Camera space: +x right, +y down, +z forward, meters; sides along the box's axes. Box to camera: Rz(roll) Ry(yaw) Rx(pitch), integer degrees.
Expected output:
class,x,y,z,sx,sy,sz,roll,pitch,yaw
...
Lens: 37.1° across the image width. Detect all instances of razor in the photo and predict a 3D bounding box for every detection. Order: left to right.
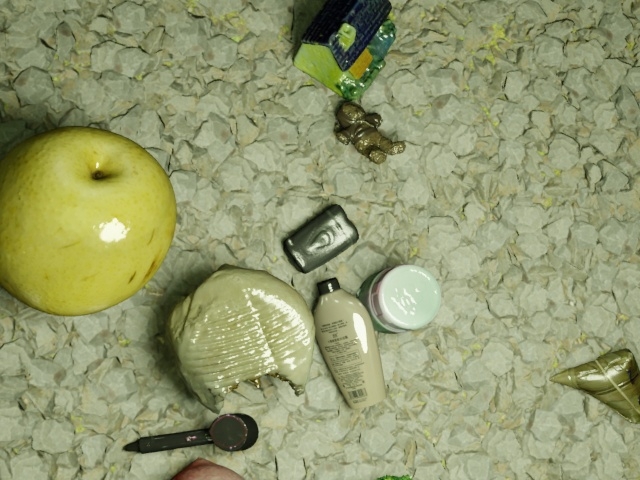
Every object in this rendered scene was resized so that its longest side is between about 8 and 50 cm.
class,x,y,z,sx,sy,sz,roll,pitch,yaw
razor,0.000,0.000,1.900,0.148,0.054,0.090,-35,90,-12

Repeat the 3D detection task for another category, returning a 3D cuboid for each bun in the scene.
class,x,y,z,sx,sy,sz,roll,pitch,yaw
bun,-0.150,0.170,1.778,0.282,0.205,0.281,-1,97,-9

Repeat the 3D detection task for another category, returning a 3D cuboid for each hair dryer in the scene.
class,x,y,z,sx,sy,sz,roll,pitch,yaw
hair dryer,-0.244,0.378,1.799,0.248,0.114,0.070,-12,78,8

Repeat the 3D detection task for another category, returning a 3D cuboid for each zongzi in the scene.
class,x,y,z,sx,sy,sz,roll,pitch,yaw
zongzi,0.586,0.331,1.969,0.178,0.081,0.189,-21,101,9

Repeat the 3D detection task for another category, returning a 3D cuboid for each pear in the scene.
class,x,y,z,sx,sy,sz,roll,pitch,yaw
pear,-0.430,-0.034,1.687,0.348,0.348,0.348,1,82,-10

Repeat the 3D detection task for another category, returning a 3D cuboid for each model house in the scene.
class,x,y,z,sx,sy,sz,roll,pitch,yaw
model house,0.071,-0.413,1.891,0.170,0.211,0.194,36,77,-2

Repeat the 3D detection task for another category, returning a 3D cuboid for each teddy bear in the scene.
class,x,y,z,sx,sy,sz,roll,pitch,yaw
teddy bear,0.092,-0.211,1.940,0.119,0.078,0.160,-27,66,-30

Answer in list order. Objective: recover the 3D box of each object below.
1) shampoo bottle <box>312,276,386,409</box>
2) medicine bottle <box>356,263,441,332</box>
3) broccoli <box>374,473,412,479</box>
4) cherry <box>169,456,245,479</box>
class,x,y,z,sx,sy,sz,roll,pitch,yaw
shampoo bottle,0.052,0.196,1.859,0.078,0.127,0.256,-23,95,-56
medicine bottle,0.152,0.115,1.854,0.135,0.168,0.135,1,83,-9
broccoli,0.184,0.578,1.757,0.308,0.275,0.307,10,54,-14
cherry,-0.204,0.520,1.716,0.239,0.206,0.239,0,90,0
